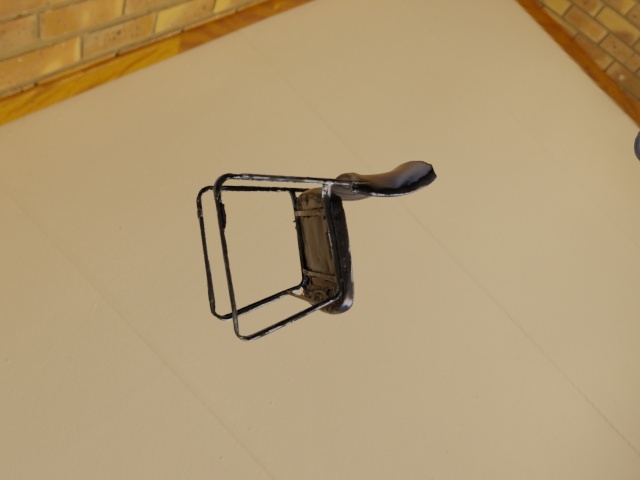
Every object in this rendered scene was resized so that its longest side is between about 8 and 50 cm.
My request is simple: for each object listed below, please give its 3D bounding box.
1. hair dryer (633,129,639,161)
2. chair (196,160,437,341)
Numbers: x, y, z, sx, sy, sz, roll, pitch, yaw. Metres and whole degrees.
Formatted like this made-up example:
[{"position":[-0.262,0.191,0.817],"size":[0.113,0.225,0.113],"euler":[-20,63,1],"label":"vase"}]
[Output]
[{"position":[0.370,-0.049,0.418],"size":[0.124,0.219,0.072],"euler":[32,-95,-24],"label":"hair dryer"},{"position":[0.000,0.000,0.553],"size":[0.221,0.140,0.145],"euler":[-9,-86,-20],"label":"chair"}]
